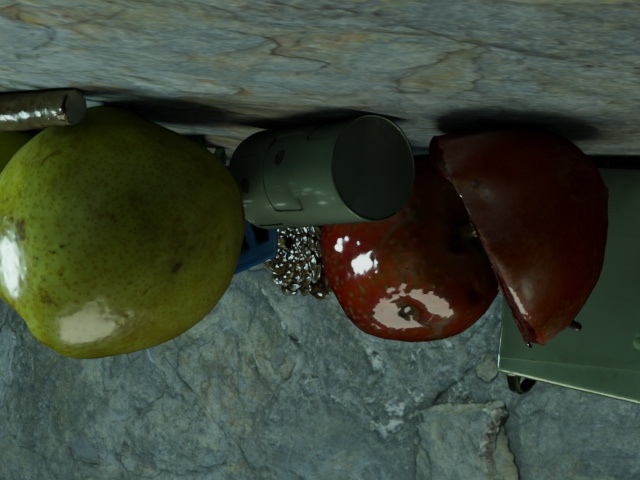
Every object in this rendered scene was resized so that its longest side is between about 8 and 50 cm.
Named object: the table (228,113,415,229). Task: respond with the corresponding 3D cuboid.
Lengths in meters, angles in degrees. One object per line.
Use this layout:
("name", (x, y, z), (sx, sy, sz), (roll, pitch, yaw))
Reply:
("table", (-0.002, -0.079, 1.670), (0.126, 0.126, 0.220), (6, 175, -36))

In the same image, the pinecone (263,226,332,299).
("pinecone", (0.000, 0.000, 2.400), (0.208, 0.207, 0.208), (3, 176, 0))

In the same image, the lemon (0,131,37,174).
("lemon", (-0.416, -0.064, 1.884), (0.184, 0.184, 0.248), (2, 154, 14))

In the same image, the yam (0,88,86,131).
("yam", (-0.378, -0.146, 1.595), (0.264, 0.046, 0.046), (-1, 174, 33))

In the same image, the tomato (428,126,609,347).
("tomato", (0.253, -0.038, 1.626), (0.170, 0.309, 0.309), (-27, 173, 4))

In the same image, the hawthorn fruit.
("hawthorn fruit", (0.140, 0.008, 1.932), (0.275, 0.275, 0.300), (5, 166, -29))

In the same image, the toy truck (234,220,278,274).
("toy truck", (-0.249, 0.007, 2.086), (0.385, 0.162, 0.161), (-23, -162, -25))

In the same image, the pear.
("pear", (-0.252, -0.004, 1.643), (0.304, 0.303, 0.304), (3, 176, 0))

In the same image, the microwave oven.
("microwave oven", (0.410, 0.068, 1.983), (0.247, 0.332, 0.394), (6, 178, 17))

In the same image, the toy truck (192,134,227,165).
("toy truck", (-0.183, -0.098, 1.893), (0.080, 0.078, 0.154), (1, 175, 9))
